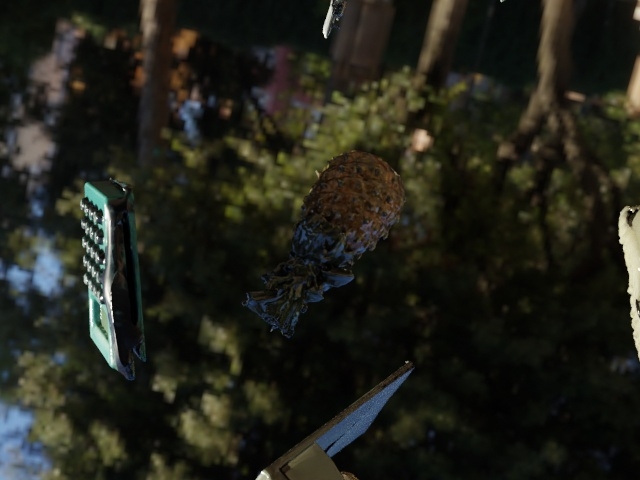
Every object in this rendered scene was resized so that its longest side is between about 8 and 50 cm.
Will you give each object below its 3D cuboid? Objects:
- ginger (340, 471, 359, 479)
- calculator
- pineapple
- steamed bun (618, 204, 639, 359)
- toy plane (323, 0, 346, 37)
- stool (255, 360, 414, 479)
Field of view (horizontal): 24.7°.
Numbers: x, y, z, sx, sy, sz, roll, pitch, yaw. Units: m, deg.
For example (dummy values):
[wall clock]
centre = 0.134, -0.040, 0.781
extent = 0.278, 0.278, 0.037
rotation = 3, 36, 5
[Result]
[ginger]
centre = 0.015, 0.404, 2.075
extent = 0.126, 0.190, 0.354
rotation = -2, 155, 19
[calculator]
centre = -0.307, 0.045, 2.133
extent = 0.058, 0.274, 0.248
rotation = -5, -170, -17
[pineapple]
centre = 0.000, 0.000, 2.173
extent = 0.141, 0.170, 0.310
rotation = 30, -117, 17
[steamed bun]
centre = 0.537, 0.123, 1.936
extent = 0.237, 0.394, 0.346
rotation = -9, -161, 9
[toy plane]
centre = 0.019, -0.281, 1.731
extent = 0.024, 0.084, 0.078
rotation = 5, 174, 14
[stool]
centre = 0.069, 0.321, 1.628
extent = 0.243, 0.170, 0.270
rotation = 47, -132, 12
